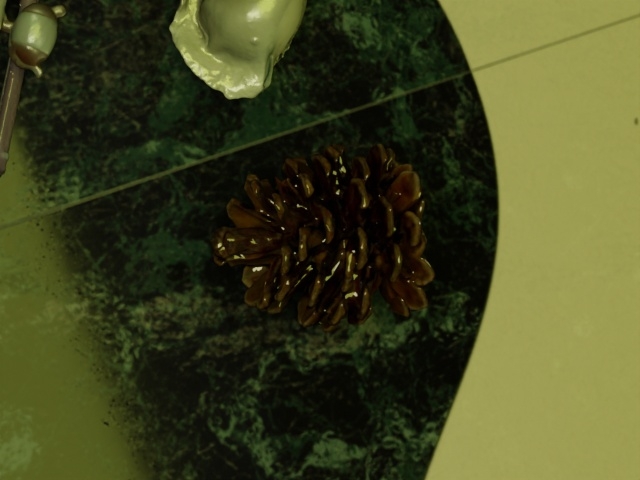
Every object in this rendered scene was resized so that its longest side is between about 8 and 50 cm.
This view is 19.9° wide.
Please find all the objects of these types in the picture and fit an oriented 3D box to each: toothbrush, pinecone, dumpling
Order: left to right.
[{"bbox_3d":[-0.280,-0.235,1.793,0.029,0.024,0.354,6,77,14],"label":"toothbrush"},{"bbox_3d":[-0.080,-0.237,1.835,0.127,0.108,0.188,22,88,10],"label":"dumpling"},{"bbox_3d":[-0.001,0.001,1.785,0.212,0.168,0.185,-18,57,-11],"label":"pinecone"}]

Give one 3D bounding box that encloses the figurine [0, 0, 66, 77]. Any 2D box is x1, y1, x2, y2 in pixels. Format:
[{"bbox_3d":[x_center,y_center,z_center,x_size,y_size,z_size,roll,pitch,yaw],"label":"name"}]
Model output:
[{"bbox_3d":[-0.309,-0.255,1.733,0.260,0.103,0.205,-29,78,-5],"label":"figurine"}]
